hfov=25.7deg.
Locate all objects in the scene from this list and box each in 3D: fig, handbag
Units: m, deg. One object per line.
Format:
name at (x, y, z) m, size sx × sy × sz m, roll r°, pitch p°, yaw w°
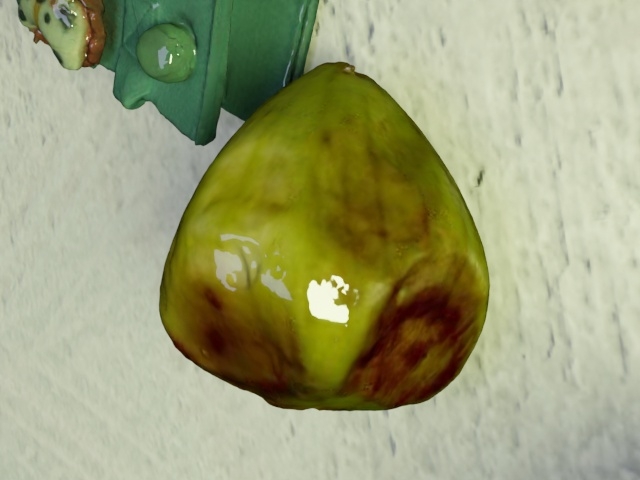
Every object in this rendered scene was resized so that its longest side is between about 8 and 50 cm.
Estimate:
fig at (0.000, 0.000, 0.668) m, size 0.154 × 0.144 × 0.165 m, roll -8°, pitch 67°, yaw 17°
handbag at (-0.103, -0.221, 0.771) m, size 0.269 × 0.100 × 0.274 m, roll 39°, pitch 124°, yaw 37°
